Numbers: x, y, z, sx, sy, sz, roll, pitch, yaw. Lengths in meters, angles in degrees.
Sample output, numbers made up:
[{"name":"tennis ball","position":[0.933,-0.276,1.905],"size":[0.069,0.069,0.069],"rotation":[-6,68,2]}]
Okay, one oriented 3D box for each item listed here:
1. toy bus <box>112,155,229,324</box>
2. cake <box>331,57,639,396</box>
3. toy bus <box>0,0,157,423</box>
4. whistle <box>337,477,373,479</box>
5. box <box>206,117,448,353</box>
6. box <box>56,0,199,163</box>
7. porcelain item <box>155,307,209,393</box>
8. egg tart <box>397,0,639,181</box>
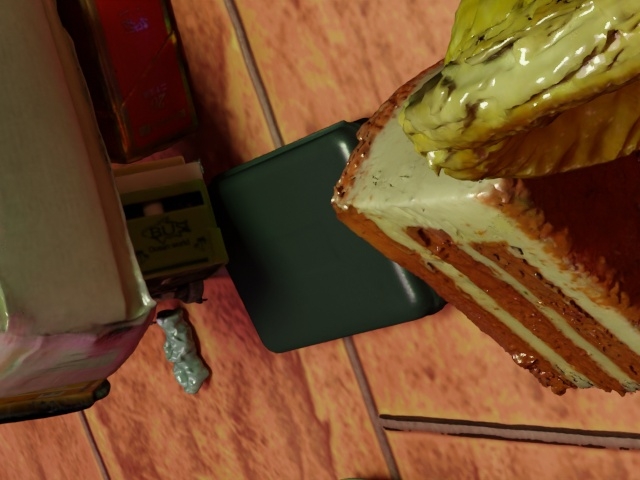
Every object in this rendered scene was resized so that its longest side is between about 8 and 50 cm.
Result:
[{"name":"toy bus","position":[-0.180,0.005,1.512],"size":[0.302,0.113,0.139],"rotation":[-24,80,64]},{"name":"cake","position":[0.130,0.016,1.137],"size":[0.158,0.160,0.262],"rotation":[-4,111,49]},{"name":"toy bus","position":[-0.252,-0.064,1.350],"size":[0.162,0.171,0.386],"rotation":[-38,65,44]},{"name":"whistle","position":[0.074,0.242,1.442],"size":[0.258,0.067,0.126],"rotation":[-22,108,50]},{"name":"box","position":[0.000,0.000,1.378],"size":[0.230,0.050,0.160],"rotation":[-19,98,55]},{"name":"box","position":[-0.226,-0.228,1.472],"size":[0.197,0.089,0.313],"rotation":[8,118,46]},{"name":"porcelain item","position":[-0.128,0.103,1.625],"size":[0.036,0.028,0.083],"rotation":[0,114,48]},{"name":"egg tart","position":[0.169,-0.117,0.908],"size":[0.295,0.295,0.116],"rotation":[-28,76,55]}]
